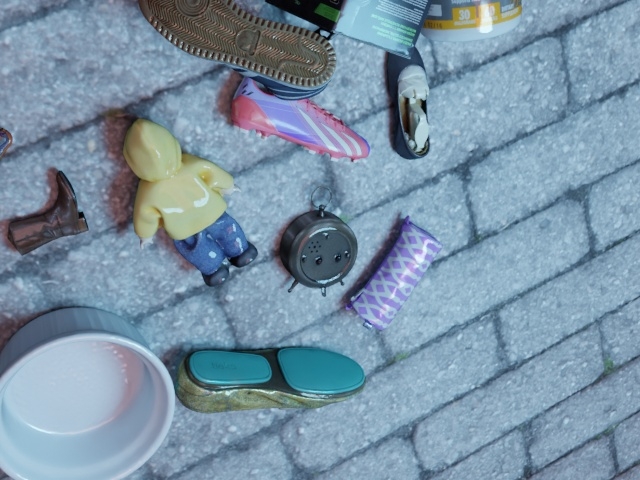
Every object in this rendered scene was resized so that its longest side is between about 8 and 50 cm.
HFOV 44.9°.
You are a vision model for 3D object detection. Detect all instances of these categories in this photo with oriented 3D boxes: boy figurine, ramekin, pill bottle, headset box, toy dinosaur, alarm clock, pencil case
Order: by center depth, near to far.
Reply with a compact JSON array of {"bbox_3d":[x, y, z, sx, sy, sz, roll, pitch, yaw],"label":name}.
[{"bbox_3d":[0.057,-0.405,1.052,0.131,0.246,0.283,10,111,-31],"label":"headset box"},{"bbox_3d":[-0.463,-0.117,1.086,0.082,0.047,0.090,-37,155,-16],"label":"toy dinosaur"},{"bbox_3d":[0.215,-0.452,1.160,0.162,0.162,0.278,-19,118,-16],"label":"pill bottle"},{"bbox_3d":[-0.215,-0.058,1.181,0.177,0.092,0.285,-37,121,-5],"label":"boy figurine"},{"bbox_3d":[-0.378,0.239,1.209,0.277,0.135,0.277,-10,116,-21],"label":"ramekin"},{"bbox_3d":[0.000,0.000,1.320,0.129,0.064,0.192,-7,111,-21],"label":"alarm clock"},{"bbox_3d":[0.133,0.063,1.395,0.088,0.086,0.206,35,94,-4],"label":"pencil case"}]

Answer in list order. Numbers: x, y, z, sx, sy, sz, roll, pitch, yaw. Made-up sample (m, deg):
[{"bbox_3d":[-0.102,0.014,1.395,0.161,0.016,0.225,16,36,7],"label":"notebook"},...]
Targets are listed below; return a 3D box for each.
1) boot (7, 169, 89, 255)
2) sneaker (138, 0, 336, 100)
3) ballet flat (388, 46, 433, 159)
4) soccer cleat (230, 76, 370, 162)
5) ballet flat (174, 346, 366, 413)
[{"bbox_3d":[-0.411,-0.039,1.135,0.114,0.037,0.106,-19,116,-11],"label":"boot"},{"bbox_3d":[-0.110,-0.277,1.086,0.282,0.153,0.099,24,93,1],"label":"sneaker"},{"bbox_3d":[0.155,-0.228,1.284,0.074,0.074,0.203,-14,116,-18],"label":"ballet flat"},{"bbox_3d":[-0.022,-0.189,1.219,0.248,0.083,0.095,12,102,-25],"label":"soccer cleat"},{"bbox_3d":[-0.090,0.253,1.368,0.348,0.123,0.123,6,109,-27],"label":"ballet flat"}]
